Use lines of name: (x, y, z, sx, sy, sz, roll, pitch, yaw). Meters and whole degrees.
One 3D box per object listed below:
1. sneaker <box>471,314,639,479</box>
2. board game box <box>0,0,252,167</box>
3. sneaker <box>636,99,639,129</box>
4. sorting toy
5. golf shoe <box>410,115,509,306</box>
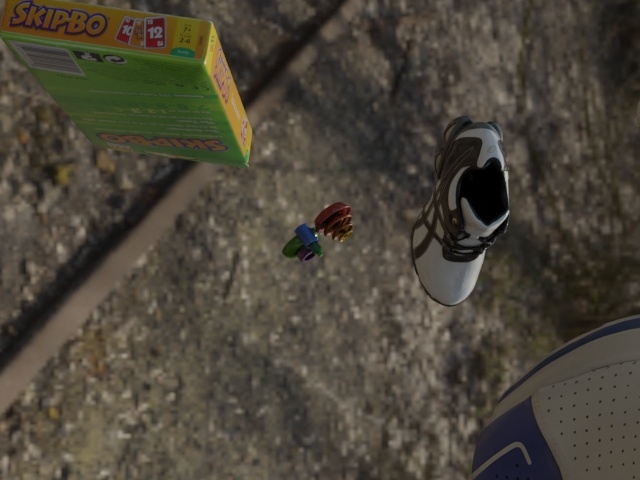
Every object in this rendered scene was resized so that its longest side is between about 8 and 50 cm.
sneaker: (0.170, 0.123, 0.473, 0.127, 0.316, 0.182, 57, 48, -18)
board game box: (-0.118, -0.098, 0.849, 0.259, 0.124, 0.039, 81, 18, -77)
sneaker: (0.295, -0.081, 0.788, 0.081, 0.211, 0.080, -103, -163, -51)
sorting toy: (0.000, 0.000, 1.447, 0.042, 0.102, 0.061, 54, 28, 16)
golf shoe: (0.132, -0.014, 1.179, 0.094, 0.077, 0.198, -107, -161, -61)
